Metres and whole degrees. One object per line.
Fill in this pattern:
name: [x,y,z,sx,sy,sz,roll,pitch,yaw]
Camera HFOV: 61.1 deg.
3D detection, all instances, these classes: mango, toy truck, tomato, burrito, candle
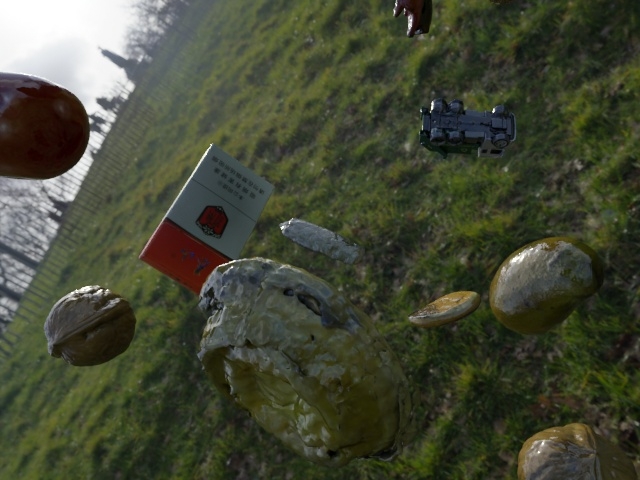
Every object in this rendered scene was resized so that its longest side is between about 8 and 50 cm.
mango: [0.461,0.089,1.135,0.175,0.177,0.330,-25,-25,-13]
toy truck: [0.338,-0.250,1.276,0.116,0.215,0.110,85,-169,-65]
tomato: [-0.416,-0.152,0.741,0.195,0.195,0.136,-154,68,-79]
burrito: [0.000,-0.002,0.997,0.058,0.188,0.045,-14,-62,-53]
candle: [0.183,-0.541,1.018,0.059,0.084,0.302,20,114,46]

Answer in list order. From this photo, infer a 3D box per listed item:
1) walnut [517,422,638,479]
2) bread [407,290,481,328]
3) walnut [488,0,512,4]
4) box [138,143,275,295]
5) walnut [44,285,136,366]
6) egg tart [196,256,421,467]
walnut: [0.516,0.477,1.094,0.228,0.228,0.228,-56,12,17]
bread: [0.181,0.100,0.794,0.110,0.025,0.110,-23,4,2]
walnut: [0.251,-0.374,0.752,0.079,0.082,0.096,101,173,-49]
box: [-0.179,-0.034,0.898,0.035,0.139,0.245,-32,28,51]
walnut: [-0.293,0.110,0.691,0.105,0.105,0.124,-55,-13,18]
egg tart: [-0.030,0.144,0.572,0.095,0.279,0.279,-45,0,-39]
